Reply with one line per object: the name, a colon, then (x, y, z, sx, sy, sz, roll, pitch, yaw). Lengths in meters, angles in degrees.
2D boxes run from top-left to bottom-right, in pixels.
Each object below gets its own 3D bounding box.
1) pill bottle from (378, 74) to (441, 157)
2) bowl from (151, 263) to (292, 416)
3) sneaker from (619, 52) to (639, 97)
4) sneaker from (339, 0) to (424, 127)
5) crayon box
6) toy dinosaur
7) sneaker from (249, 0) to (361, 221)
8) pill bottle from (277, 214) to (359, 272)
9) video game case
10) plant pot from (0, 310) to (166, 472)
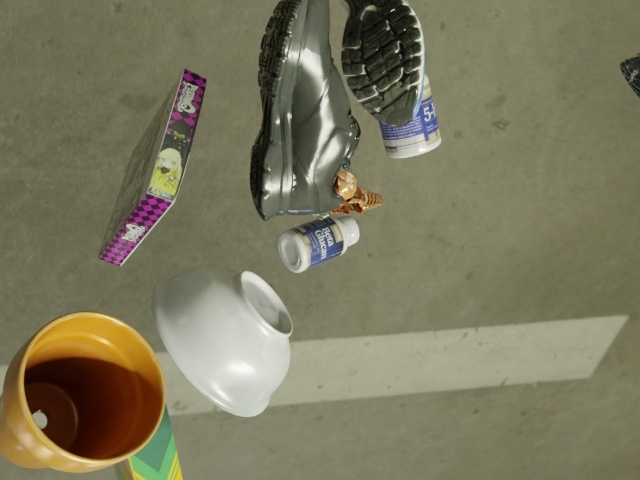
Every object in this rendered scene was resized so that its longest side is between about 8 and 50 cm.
pill bottle: (0.159, -0.262, 1.151, 0.112, 0.112, 0.187, -19, 111, -4)
bowl: (-0.144, 0.147, 1.065, 0.134, 0.298, 0.298, -38, 129, 13)
sneaker: (0.507, -0.209, 0.815, 0.283, 0.110, 0.122, 12, 138, -46)
sneaker: (0.106, -0.317, 0.939, 0.129, 0.330, 0.147, -18, 155, 25)
crayon box: (-0.325, 0.375, 1.084, 0.083, 0.203, 0.323, -18, 119, -30)
toy dinosaur: (-0.002, -0.122, 1.095, 0.164, 0.218, 0.322, -16, 152, 15)
sneaker: (-0.011, -0.161, 0.722, 0.130, 0.109, 0.286, 0, 118, -17)
pill bottle: (0.000, 0.000, 1.309, 0.169, 0.094, 0.094, -22, 136, -34)
video game case: (-0.242, -0.098, 0.861, 0.041, 0.210, 0.232, 23, 147, -25)
plant pot: (-0.354, 0.229, 0.838, 0.205, 0.205, 0.188, 31, 131, -35)
